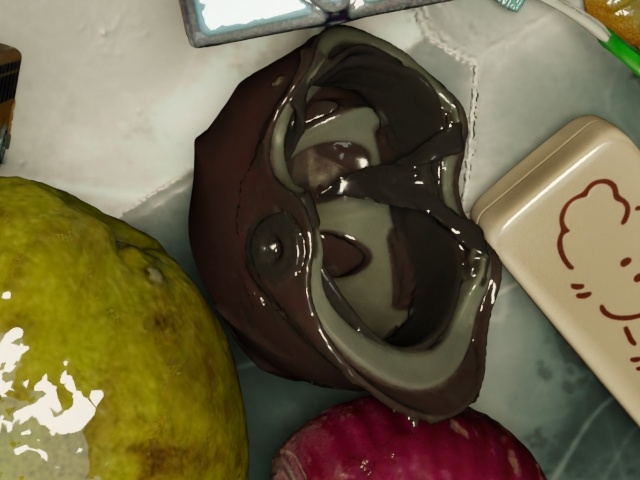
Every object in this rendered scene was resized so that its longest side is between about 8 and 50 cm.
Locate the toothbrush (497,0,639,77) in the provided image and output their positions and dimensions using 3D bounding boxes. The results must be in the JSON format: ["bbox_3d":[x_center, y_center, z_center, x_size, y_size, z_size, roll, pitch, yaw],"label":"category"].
[{"bbox_3d":[0.244,-0.138,0.923,0.304,0.030,0.030,35,99,24],"label":"toothbrush"}]

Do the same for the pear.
[{"bbox_3d":[-0.232,0.152,0.875,0.352,0.352,0.413,26,106,-10],"label":"pear"}]

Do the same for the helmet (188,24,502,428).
[{"bbox_3d":[0.000,0.000,0.902,0.225,0.177,0.305,18,63,-47],"label":"helmet"}]

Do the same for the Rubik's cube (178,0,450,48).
[{"bbox_3d":[-0.014,-0.259,0.861,0.205,0.207,0.205,-12,102,-3],"label":"Rubik's cube"}]

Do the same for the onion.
[{"bbox_3d":[0.083,0.243,0.977,0.256,0.272,0.231,8,99,-44],"label":"onion"}]

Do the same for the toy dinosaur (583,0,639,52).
[{"bbox_3d":[0.228,-0.197,0.984,0.162,0.039,0.126,8,103,-6],"label":"toy dinosaur"}]

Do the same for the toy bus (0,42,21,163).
[{"bbox_3d":[-0.275,-0.105,0.884,0.091,0.182,0.103,12,99,-8],"label":"toy bus"}]

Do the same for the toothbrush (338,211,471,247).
[{"bbox_3d":[0.148,-0.017,1.022,0.269,0.027,0.021,-6,119,-4],"label":"toothbrush"}]

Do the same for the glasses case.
[{"bbox_3d":[0.277,0.060,1.010,0.144,0.076,0.336,-41,108,7],"label":"glasses case"}]
